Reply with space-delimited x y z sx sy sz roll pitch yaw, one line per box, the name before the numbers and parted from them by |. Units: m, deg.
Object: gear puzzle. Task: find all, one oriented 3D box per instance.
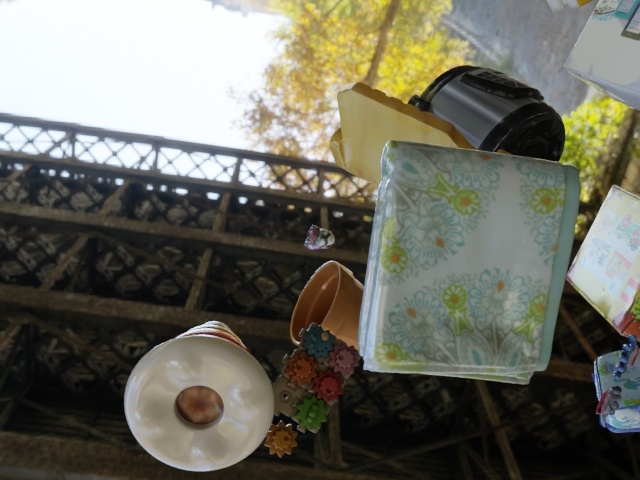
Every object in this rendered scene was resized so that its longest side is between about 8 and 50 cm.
gear puzzle | -0.041 0.382 1.722 0.175 0.339 0.044 34 164 -5

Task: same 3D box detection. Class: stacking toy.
stacking toy | -0.288 0.327 1.789 0.350 0.351 0.480 9 -163 -5

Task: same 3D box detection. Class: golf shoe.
golf shoe | 0.000 0.000 1.979 0.086 0.068 0.186 19 178 -5

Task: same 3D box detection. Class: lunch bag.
lunch bag | 0.717 0.336 1.558 0.176 0.090 0.219 -15 -159 22

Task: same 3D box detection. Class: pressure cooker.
pressure cooker | 0.464 -0.322 2.070 0.375 0.370 0.420 -37 -131 -7

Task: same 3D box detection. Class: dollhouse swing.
dollhouse swing | 0.230 -0.245 1.494 0.346 0.305 0.315 30 -126 21

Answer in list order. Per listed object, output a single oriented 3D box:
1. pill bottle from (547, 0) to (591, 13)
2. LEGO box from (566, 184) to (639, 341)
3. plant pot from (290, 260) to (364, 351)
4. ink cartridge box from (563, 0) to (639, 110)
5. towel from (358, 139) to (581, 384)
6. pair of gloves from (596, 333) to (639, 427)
pill bottle | 0.727 -0.714 1.882 0.208 0.118 0.117 -22 -175 32
LEGO box | 1.012 0.070 2.158 0.193 0.373 0.500 20 -164 -4
plant pot | 0.064 0.238 2.203 0.203 0.291 0.291 27 -162 -20
ink cartridge box | 0.632 -0.381 1.255 0.198 0.270 0.197 16 -162 -35
towel | 0.237 0.043 1.108 0.320 0.375 0.090 6 -173 -12
pair of gloves | 0.599 0.284 1.376 0.023 0.198 0.159 21 -178 34
